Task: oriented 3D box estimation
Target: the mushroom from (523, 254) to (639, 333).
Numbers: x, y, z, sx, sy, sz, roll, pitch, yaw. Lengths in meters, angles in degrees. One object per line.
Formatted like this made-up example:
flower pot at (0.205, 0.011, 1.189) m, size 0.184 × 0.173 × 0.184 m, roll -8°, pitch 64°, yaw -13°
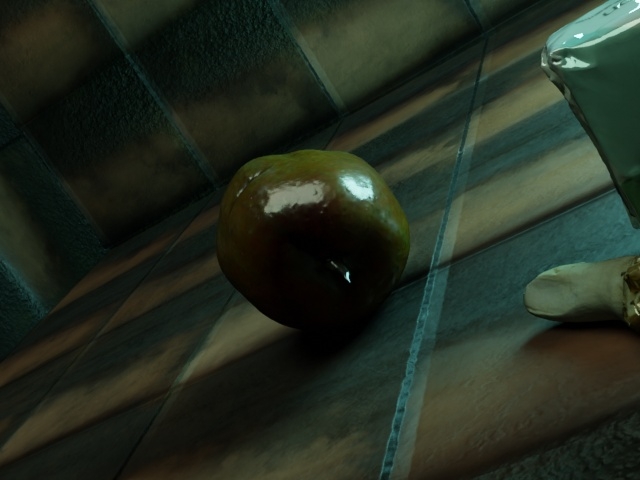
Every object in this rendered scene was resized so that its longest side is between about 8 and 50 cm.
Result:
mushroom at (0.281, 0.054, 0.899) m, size 0.071 × 0.084 × 0.209 m, roll 5°, pitch -6°, yaw -22°

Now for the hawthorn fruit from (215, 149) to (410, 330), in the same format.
hawthorn fruit at (0.000, 0.000, 1.277) m, size 0.267 × 0.268 × 0.301 m, roll -36°, pitch 24°, yaw -10°

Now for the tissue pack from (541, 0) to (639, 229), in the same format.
tissue pack at (0.428, -0.160, 0.872) m, size 0.356 × 0.266 × 0.194 m, roll -29°, pitch 11°, yaw 17°
